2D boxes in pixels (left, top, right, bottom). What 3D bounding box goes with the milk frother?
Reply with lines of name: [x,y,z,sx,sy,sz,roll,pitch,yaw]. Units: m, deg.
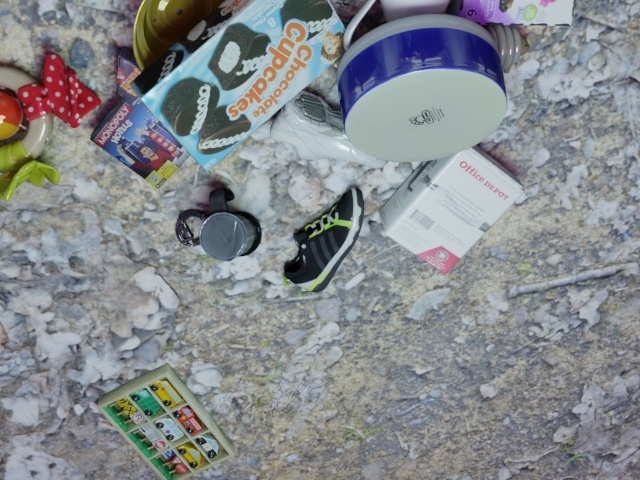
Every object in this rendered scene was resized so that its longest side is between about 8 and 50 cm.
milk frother: [-0.192,-0.012,1.490,0.143,0.135,0.129,-31,88,7]

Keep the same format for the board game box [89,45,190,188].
board game box: [-0.284,-0.218,1.406,0.194,0.060,0.194,39,108,-24]

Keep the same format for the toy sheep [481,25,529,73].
toy sheep: [0.287,-0.322,1.411,0.132,0.091,0.091,-9,120,-13]

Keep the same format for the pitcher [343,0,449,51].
pitcher: [0.125,-0.384,1.324,0.177,0.125,0.207,-12,130,-21]

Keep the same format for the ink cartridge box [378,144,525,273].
ink cartridge box: [0.236,-0.072,1.540,0.158,0.092,0.218,33,112,-23]

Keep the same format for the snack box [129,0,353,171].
snack box: [-0.116,-0.277,1.319,0.322,0.060,0.187,-41,138,-2]

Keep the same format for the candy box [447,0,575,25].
candy box: [0.316,-0.435,1.357,0.196,0.070,0.165,-1,119,-7]

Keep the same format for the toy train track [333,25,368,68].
toy train track: [0.051,-0.325,1.418,0.048,0.014,0.083,36,104,-16]

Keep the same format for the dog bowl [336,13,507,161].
dog bowl: [0.161,-0.236,1.352,0.265,0.104,0.265,-4,153,-2]

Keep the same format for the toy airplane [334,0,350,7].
toy airplane: [0.045,-0.441,1.315,0.151,0.028,0.151,-24,127,-37]

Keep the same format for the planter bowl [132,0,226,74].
planter bowl: [-0.204,-0.341,1.312,0.217,0.090,0.217,-20,134,-23]

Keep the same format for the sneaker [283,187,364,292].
sneaker: [0.000,0.000,1.554,0.097,0.084,0.235,20,115,-17]

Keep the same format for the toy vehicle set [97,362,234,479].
toy vehicle set: [-0.318,0.389,1.758,0.166,0.035,0.267,-27,119,8]

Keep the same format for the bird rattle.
bird rattle: [-0.492,-0.195,1.359,0.207,0.143,0.253,26,111,-3]

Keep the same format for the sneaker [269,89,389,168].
sneaker: [0.014,-0.177,1.467,0.232,0.090,0.115,23,140,-27]
